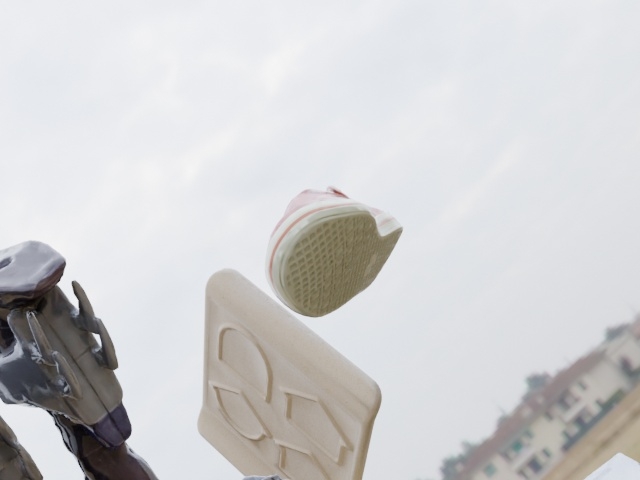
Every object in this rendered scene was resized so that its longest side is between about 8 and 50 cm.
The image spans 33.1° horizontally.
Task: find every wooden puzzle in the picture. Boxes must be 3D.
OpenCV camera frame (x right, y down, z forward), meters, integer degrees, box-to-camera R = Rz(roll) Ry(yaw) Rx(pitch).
[{"bbox_3d":[-0.046,0.240,1.576,0.080,0.322,0.348,-30,-35,-38],"label":"wooden puzzle"}]

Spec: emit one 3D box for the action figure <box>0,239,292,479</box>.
[{"bbox_3d":[-0.088,0.145,0.472,0.099,0.285,0.185,0,38,40],"label":"action figure"}]

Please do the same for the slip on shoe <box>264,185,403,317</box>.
[{"bbox_3d":[0.000,0.000,1.072,0.123,0.101,0.331,-61,-11,10],"label":"slip on shoe"}]

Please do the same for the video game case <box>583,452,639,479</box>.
[{"bbox_3d":[0.318,0.307,0.767,0.061,0.270,0.244,-35,19,-15],"label":"video game case"}]
